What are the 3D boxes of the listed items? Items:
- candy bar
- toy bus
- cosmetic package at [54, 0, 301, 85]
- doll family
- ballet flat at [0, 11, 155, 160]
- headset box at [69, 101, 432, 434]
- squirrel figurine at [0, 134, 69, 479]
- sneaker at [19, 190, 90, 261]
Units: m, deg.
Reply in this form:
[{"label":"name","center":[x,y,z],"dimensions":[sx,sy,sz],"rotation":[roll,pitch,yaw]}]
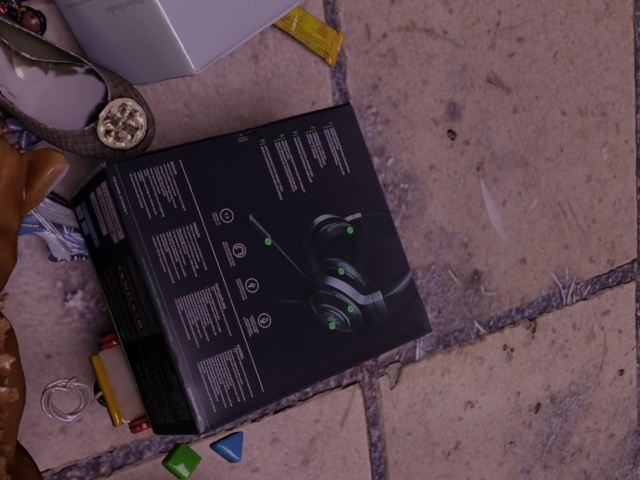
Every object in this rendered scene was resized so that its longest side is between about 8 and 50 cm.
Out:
[{"label":"candy bar","center":[-0.038,-0.242,0.924],"dimensions":[0.161,0.018,0.040],"rotation":[25,85,-32]},{"label":"toy bus","center":[-0.164,0.135,0.888],"dimensions":[0.202,0.104,0.190],"rotation":[29,64,-15]},{"label":"cosmetic package","center":[-0.145,-0.253,0.763],"dimensions":[0.151,0.151,0.183],"rotation":[-44,121,-32]},{"label":"doll family","center":[-0.273,-0.171,0.773],"dimensions":[0.111,0.076,0.193],"rotation":[-32,113,-15]},{"label":"ballet flat","center":[-0.247,-0.144,0.719],"dimensions":[0.250,0.058,0.084],"rotation":[34,81,-25]},{"label":"headset box","center":[-0.056,0.020,0.830],"dimensions":[0.283,0.131,0.246],"rotation":[-20,89,-30]},{"label":"squirrel figurine","center":[-0.303,0.079,0.639],"dimensions":[0.281,0.397,0.370],"rotation":[16,80,-22]},{"label":"sneaker","center":[-0.242,-0.002,0.851],"dimensions":[0.135,0.052,0.058],"rotation":[30,96,-25]}]
